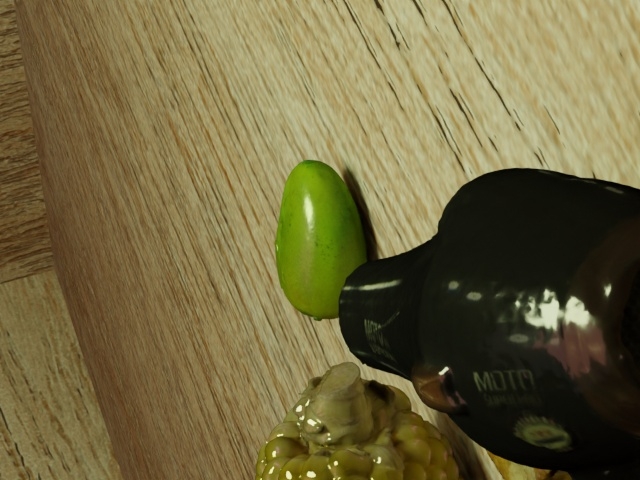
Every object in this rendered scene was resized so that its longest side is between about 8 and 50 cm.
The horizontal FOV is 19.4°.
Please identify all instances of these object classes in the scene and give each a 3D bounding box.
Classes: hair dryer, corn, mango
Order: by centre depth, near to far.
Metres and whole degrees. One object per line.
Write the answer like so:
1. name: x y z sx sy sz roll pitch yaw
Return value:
1. hair dryer: 0.122 0.143 0.761 0.360 0.120 0.303 66 160 -3
2. corn: 0.040 0.230 1.145 0.130 0.130 0.347 -130 25 -63
3. mango: 0.000 0.000 1.214 0.073 0.056 0.108 -153 52 -66

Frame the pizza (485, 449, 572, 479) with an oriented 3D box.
1. pizza: 0.098 0.070 0.912 0.160 0.035 0.099 -124 24 -58
